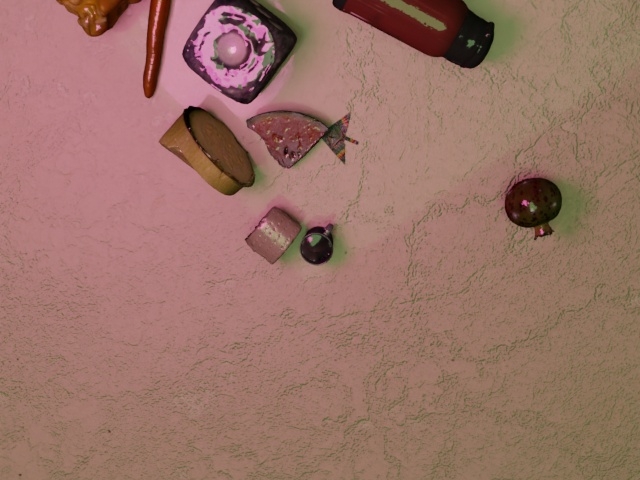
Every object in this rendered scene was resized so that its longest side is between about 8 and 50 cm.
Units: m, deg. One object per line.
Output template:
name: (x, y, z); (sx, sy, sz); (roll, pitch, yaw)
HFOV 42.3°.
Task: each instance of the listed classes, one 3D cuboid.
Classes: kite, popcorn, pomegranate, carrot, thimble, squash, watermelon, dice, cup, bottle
kite: (0.043, -0.234, 1.872); (0.090, 0.004, 0.122); (12, 108, 2)
popcorn: (-0.456, -0.554, 1.717); (0.237, 0.206, 0.251); (-9, 118, -7)
pomegranate: (0.472, -0.078, 1.821); (0.130, 0.130, 0.130); (1, 108, 4)
carrot: (-0.366, -0.435, 1.824); (0.043, 0.043, 0.248); (12, 109, 1)
thimble: (-0.109, -0.015, 1.902); (0.090, 0.102, 0.115); (38, 99, -7)
squash: (-0.252, -0.177, 1.804); (0.133, 0.220, 0.220); (-41, 100, 11)
watermelon: (-0.077, -0.231, 1.854); (0.187, 0.071, 0.139); (7, 115, -6)
dice: (-0.169, -0.408, 1.743); (0.182, 0.183, 0.181); (38, 108, -6)
cup: (0.000, 0.000, 1.911); (0.078, 0.077, 0.100); (35, 107, -6)
bottle: (0.201, -0.472, 1.710); (0.336, 0.144, 0.144); (28, 108, -4)
